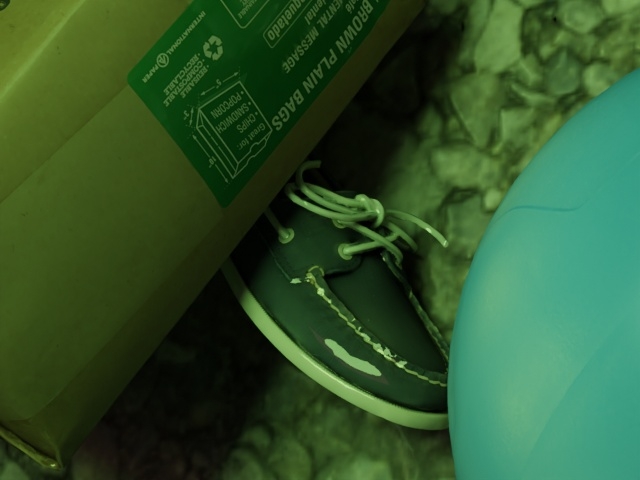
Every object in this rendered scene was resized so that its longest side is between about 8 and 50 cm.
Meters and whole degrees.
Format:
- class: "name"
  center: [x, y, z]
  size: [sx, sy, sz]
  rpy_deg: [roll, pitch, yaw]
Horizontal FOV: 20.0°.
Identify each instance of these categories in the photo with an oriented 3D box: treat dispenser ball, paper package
- class: "treat dispenser ball"
  center: [0.192, 0.058, 0.688]
  size: [0.288, 0.288, 0.288]
  rpy_deg: [-11, 68, 30]
- class: "paper package"
  center: [-0.164, -0.085, 0.949]
  size: [0.309, 0.168, 0.325]
  rpy_deg: [18, 63, 44]

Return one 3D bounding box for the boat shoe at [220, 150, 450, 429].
- class: "boat shoe"
  center: [0.000, 0.000, 0.957]
  size: [0.079, 0.095, 0.254]
  rpy_deg: [-57, 44, 17]
